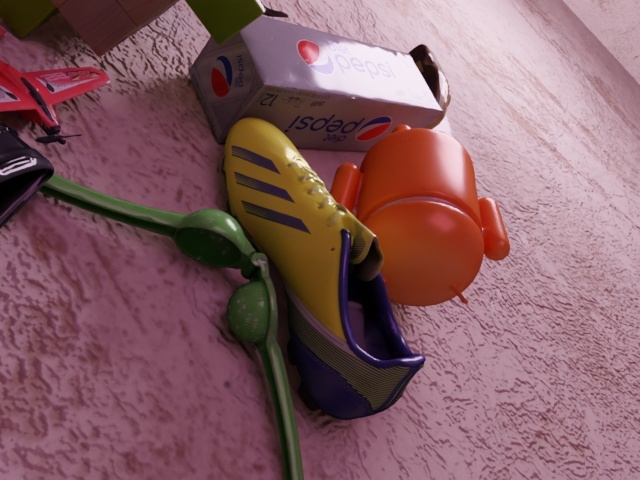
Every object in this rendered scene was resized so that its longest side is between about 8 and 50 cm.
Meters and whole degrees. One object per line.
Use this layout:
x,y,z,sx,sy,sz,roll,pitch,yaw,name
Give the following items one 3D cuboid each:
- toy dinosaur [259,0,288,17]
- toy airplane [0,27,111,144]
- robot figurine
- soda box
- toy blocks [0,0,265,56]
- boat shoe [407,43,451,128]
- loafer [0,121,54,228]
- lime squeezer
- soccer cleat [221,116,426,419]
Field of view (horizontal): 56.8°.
-0.141,-0.406,0.707,0.313,0.121,0.160,33,55,-11,toy dinosaur
-0.244,-0.129,0.452,0.151,0.028,0.151,25,43,-26,toy airplane
0.096,-0.026,0.600,0.158,0.128,0.219,39,38,-28,robot figurine
0.007,-0.165,0.660,0.286,0.091,0.098,-6,64,-45,soda box
-0.079,-0.317,0.526,0.191,0.381,0.261,52,26,-24,toy blocks
0.169,-0.221,0.880,0.072,0.068,0.190,38,38,-30,boat shoe
-0.221,0.005,0.323,0.078,0.076,0.223,24,40,-14,loafer
-0.077,0.042,0.440,0.310,0.059,0.110,51,39,3,lime squeezer
0.001,0.000,0.493,0.093,0.121,0.289,0,58,-42,soccer cleat
